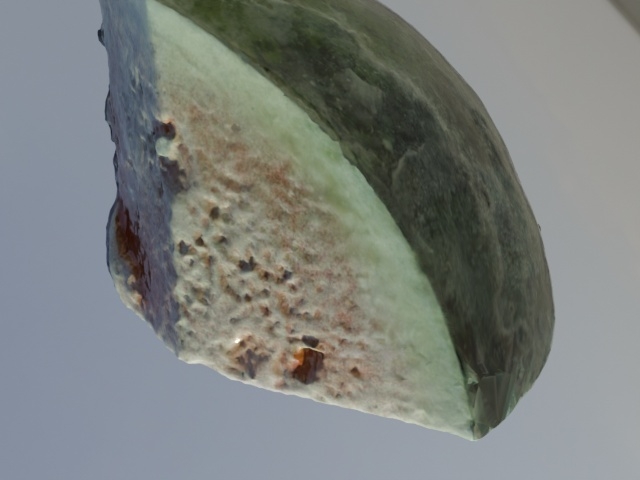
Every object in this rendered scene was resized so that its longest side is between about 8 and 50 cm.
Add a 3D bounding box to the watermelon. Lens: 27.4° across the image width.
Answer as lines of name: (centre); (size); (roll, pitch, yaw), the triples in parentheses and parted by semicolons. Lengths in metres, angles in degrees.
watermelon: (0.000, 0.000, 0.673); (0.320, 0.213, 0.290); (34, -158, -57)
